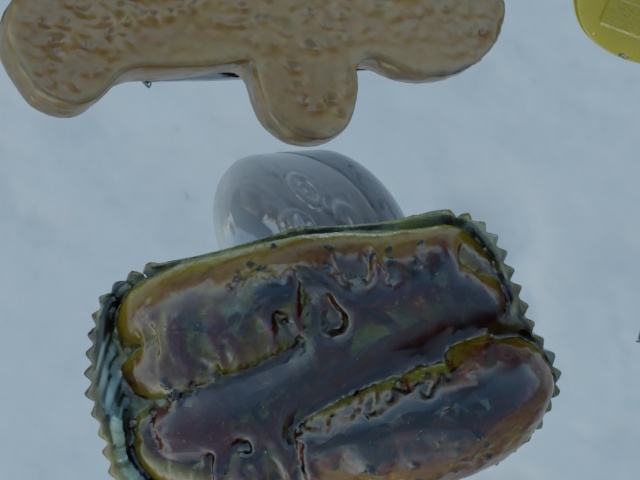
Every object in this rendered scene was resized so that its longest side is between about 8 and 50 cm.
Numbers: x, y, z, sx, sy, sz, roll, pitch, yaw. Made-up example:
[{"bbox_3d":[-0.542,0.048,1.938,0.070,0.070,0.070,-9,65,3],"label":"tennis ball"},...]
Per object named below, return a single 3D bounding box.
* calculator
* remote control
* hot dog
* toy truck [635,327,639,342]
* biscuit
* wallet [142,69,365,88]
[{"bbox_3d":[0.295,-0.232,1.585,0.146,0.032,0.235,21,148,5],"label":"calculator"},{"bbox_3d":[0.000,0.000,2.058,0.103,0.332,0.221,-30,79,31],"label":"remote control"},{"bbox_3d":[0.001,0.072,1.053,0.270,0.082,0.162,-9,89,-2],"label":"hot dog"},{"bbox_3d":[0.377,0.057,1.767,0.126,0.208,0.113,8,87,28],"label":"toy truck"},{"bbox_3d":[-0.044,-0.150,1.140,0.340,0.047,0.216,-3,69,-25],"label":"biscuit"},{"bbox_3d":[-0.033,-0.193,1.776,0.318,0.172,0.045,-4,79,8],"label":"wallet"}]
